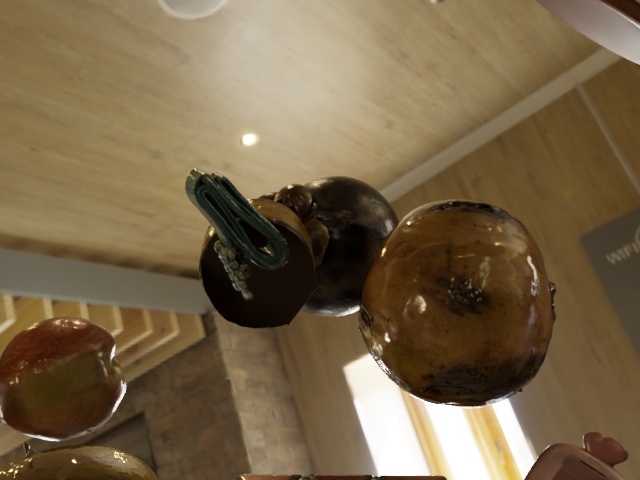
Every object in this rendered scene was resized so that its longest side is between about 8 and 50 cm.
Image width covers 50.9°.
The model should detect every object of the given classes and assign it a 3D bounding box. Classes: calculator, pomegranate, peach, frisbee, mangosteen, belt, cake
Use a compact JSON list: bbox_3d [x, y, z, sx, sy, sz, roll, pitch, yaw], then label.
[{"bbox_3d":[0.264,0.277,0.709,0.165,0.103,0.024,-59,-25,-2],"label":"calculator"},{"bbox_3d":[0.202,0.090,0.996,0.322,0.322,0.322,-16,-24,-7],"label":"pomegranate"},{"bbox_3d":[-0.498,0.264,1.250,0.257,0.232,0.232,-19,-23,-17],"label":"peach"},{"bbox_3d":[0.322,-0.260,0.779,0.251,0.251,0.021,13,-63,-51],"label":"frisbee"},{"bbox_3d":[0.000,0.000,1.400,0.347,0.306,0.307,20,-43,-36],"label":"mangosteen"},{"bbox_3d":[-0.122,-0.015,0.898,0.100,0.065,0.179,-44,-61,-7],"label":"belt"},{"bbox_3d":[-0.102,0.031,1.130,0.185,0.207,0.178,-24,10,5],"label":"cake"}]

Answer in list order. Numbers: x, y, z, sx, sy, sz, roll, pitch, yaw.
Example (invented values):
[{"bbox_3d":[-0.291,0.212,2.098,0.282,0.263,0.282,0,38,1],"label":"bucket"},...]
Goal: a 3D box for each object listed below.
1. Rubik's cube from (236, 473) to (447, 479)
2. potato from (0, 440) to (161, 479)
[{"bbox_3d":[0.023,0.423,0.908,0.229,0.228,0.233,31,-50,-23],"label":"Rubik's cube"},{"bbox_3d":[-0.295,0.305,0.679,0.299,0.239,0.115,-31,-39,-36],"label":"potato"}]
